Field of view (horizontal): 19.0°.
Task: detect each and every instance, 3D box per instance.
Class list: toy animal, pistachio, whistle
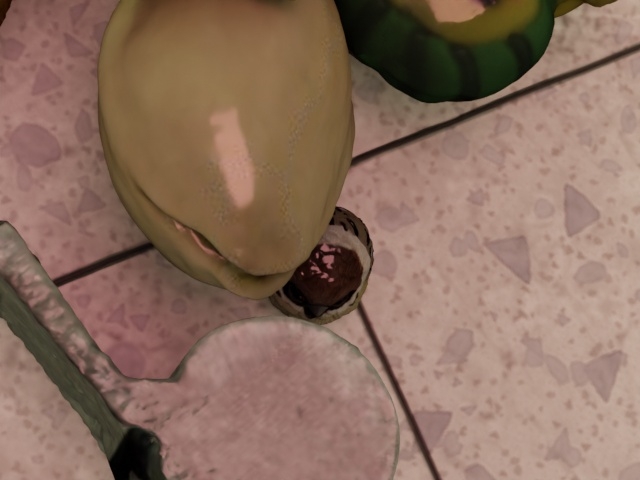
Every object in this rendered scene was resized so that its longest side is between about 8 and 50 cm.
[{"bbox_3d":[0.152,-0.249,1.613,0.216,0.191,0.338,41,72,6],"label":"toy animal"},{"bbox_3d":[-0.070,-0.098,1.502,0.226,0.208,0.332,27,41,-27],"label":"pistachio"},{"bbox_3d":[-0.113,0.140,1.481,0.404,0.168,0.188,22,73,-3],"label":"whistle"},{"bbox_3d":[0.000,0.000,1.575,0.098,0.098,0.137,9,76,-12],"label":"toy animal"}]

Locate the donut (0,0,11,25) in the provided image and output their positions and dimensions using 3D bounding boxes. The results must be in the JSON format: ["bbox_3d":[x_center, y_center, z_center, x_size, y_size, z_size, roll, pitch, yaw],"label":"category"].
[{"bbox_3d":[-0.370,-0.198,1.530,0.272,0.107,0.272,2,79,-8],"label":"donut"}]
